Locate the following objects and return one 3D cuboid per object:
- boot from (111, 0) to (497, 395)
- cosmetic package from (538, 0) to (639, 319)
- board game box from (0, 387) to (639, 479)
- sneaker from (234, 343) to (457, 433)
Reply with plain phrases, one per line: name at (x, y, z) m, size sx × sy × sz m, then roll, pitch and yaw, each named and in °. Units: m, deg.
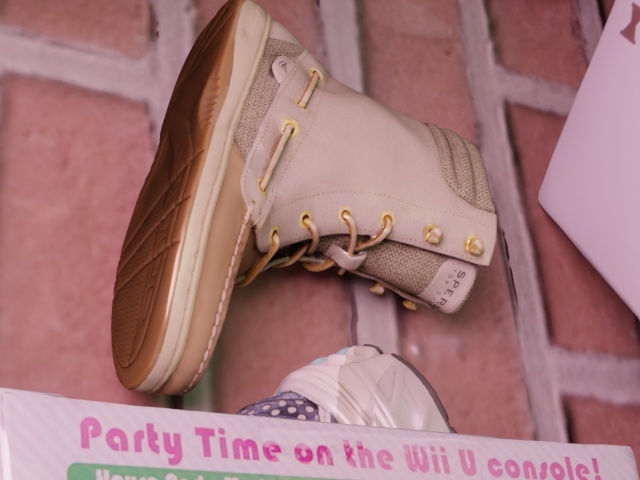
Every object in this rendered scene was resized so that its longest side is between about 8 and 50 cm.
boot at (0.000, 0.000, 0.599) m, size 0.165 × 0.077 × 0.213 m, roll 28°, pitch 48°, yaw -21°
cosmetic package at (0.379, -0.006, 0.705) m, size 0.453 × 0.161 × 0.230 m, roll 9°, pitch 26°, yaw -20°
board game box at (0.003, 0.203, 0.337) m, size 0.224 × 0.097 × 0.303 m, roll 11°, pitch 62°, yaw -34°
sneaker at (0.027, 0.189, 0.507) m, size 0.122 × 0.110 × 0.283 m, roll -22°, pitch 74°, yaw -23°
